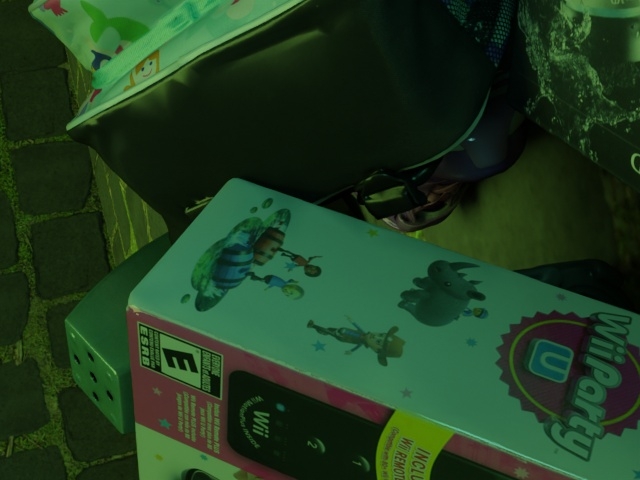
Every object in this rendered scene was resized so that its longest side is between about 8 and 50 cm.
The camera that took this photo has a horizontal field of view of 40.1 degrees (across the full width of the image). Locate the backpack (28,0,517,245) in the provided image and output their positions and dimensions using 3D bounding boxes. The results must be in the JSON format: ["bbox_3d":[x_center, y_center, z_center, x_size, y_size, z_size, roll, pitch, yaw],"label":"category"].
[{"bbox_3d":[-0.011,-0.139,0.474,0.225,0.254,0.191,-20,116,35],"label":"backpack"}]

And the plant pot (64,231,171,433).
[{"bbox_3d":[-0.163,0.103,1.013,0.165,0.234,0.166,38,140,31],"label":"plant pot"}]

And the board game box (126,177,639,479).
[{"bbox_3d":[0.069,0.127,0.402,0.097,0.303,0.224,-57,-21,-46],"label":"board game box"}]

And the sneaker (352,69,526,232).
[{"bbox_3d":[0.069,-0.054,0.587,0.236,0.095,0.105,-151,46,-71],"label":"sneaker"}]

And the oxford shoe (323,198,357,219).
[{"bbox_3d":[0.000,0.000,0.835,0.096,0.082,0.227,79,175,-78],"label":"oxford shoe"}]

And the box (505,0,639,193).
[{"bbox_3d":[0.154,-0.098,0.314,0.156,0.093,0.158,-128,32,-51],"label":"box"}]

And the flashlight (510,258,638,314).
[{"bbox_3d":[0.065,0.083,0.563,0.304,0.103,0.103,-18,84,58],"label":"flashlight"}]
